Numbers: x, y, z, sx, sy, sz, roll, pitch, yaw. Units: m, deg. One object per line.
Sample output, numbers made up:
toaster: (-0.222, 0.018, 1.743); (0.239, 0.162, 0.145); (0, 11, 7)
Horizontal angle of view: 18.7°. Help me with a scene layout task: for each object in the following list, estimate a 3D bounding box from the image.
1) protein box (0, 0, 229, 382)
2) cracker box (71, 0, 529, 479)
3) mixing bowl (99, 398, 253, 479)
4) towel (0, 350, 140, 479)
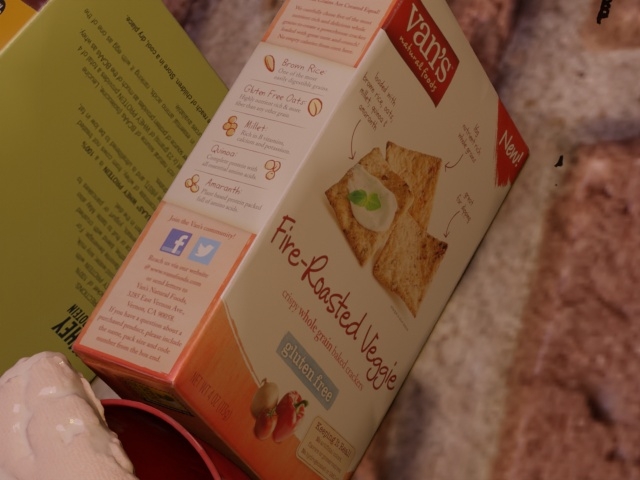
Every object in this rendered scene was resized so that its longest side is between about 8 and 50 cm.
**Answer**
protein box: (-0.165, -0.047, 1.005); (0.201, 0.200, 0.136); (-48, 49, -9)
cracker box: (0.000, 0.000, 0.912); (0.067, 0.155, 0.232); (15, 67, 35)
mixing bowl: (-0.067, 0.165, 0.852); (0.181, 0.098, 0.181); (-13, 70, 40)
towel: (-0.131, 0.264, 0.778); (0.317, 0.053, 0.332); (-51, 50, 20)
